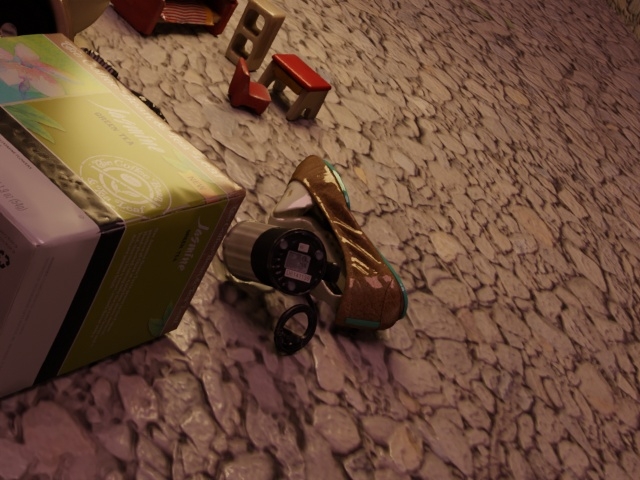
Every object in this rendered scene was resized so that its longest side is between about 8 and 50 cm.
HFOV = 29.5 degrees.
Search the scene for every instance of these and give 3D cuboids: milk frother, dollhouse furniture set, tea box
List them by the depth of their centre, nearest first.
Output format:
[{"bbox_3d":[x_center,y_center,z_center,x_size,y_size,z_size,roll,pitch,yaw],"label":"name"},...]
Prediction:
[{"bbox_3d":[-0.325,-0.042,1.320,0.329,0.220,0.323,40,29,19],"label":"tea box"},{"bbox_3d":[-0.059,0.057,1.553,0.129,0.143,0.134,37,-12,-27],"label":"milk frother"},{"bbox_3d":[-0.157,-0.370,2.081,0.374,0.152,0.201,43,31,23],"label":"dollhouse furniture set"}]

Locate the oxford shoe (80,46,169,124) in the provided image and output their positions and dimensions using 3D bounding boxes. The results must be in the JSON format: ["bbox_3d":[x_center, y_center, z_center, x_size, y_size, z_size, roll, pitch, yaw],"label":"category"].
[{"bbox_3d":[-0.282,-0.163,1.702,0.227,0.096,0.083,49,52,-7],"label":"oxford shoe"}]

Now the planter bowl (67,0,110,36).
[{"bbox_3d":[-0.413,-0.381,1.908,0.162,0.109,0.162,22,28,-13],"label":"planter bowl"}]

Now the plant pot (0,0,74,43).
[{"bbox_3d":[-0.438,-0.275,1.601,0.263,0.263,0.229,28,11,-4],"label":"plant pot"}]

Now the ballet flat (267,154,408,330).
[{"bbox_3d":[0.000,0.000,1.700,0.124,0.116,0.342,-9,47,-22],"label":"ballet flat"}]
